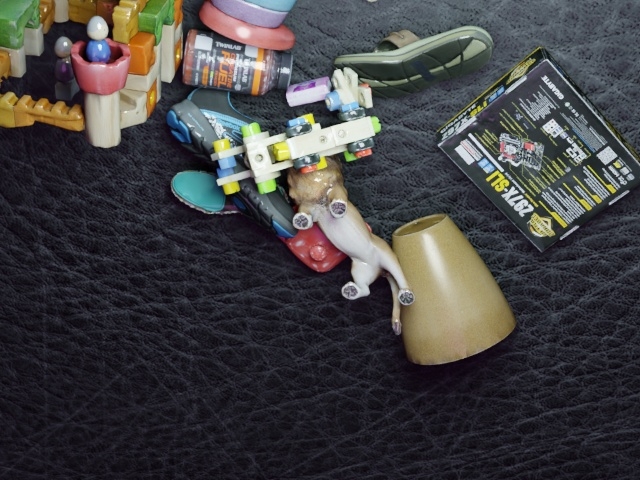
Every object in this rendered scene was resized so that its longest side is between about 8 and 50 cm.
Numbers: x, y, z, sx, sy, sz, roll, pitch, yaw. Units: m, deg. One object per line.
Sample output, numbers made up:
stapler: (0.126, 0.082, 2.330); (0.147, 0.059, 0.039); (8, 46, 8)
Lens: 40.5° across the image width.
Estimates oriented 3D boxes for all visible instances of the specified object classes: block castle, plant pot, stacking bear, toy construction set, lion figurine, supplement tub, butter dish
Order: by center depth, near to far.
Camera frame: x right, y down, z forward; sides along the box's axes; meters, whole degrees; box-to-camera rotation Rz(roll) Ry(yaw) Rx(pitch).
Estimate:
block castle: (-0.396, -0.365, 1.418); (0.303, 0.453, 0.213); (11, 129, 1)
stacking bear: (-0.090, -0.491, 1.481); (0.175, 0.164, 0.289); (25, 113, 6)
toy construction set: (-0.024, -0.180, 1.527); (0.327, 0.215, 0.151); (-33, 101, -16)
supplement tub: (-0.153, -0.326, 1.605); (0.198, 0.106, 0.106); (7, 121, -6)
lion figurine: (0.054, -0.021, 1.668); (0.142, 0.240, 0.392); (-26, 107, 11)
plant pot: (0.244, 0.083, 1.758); (0.237, 0.237, 0.254); (-18, 101, 16)
butter dish: (0.000, 0.000, 1.777); (0.160, 0.118, 0.160); (40, 116, -17)

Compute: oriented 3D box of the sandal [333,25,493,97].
sandal: (0.169, -0.335, 1.577); (0.303, 0.086, 0.120); (-8, 150, 27)

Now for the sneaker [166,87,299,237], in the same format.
sneaker: (-0.136, -0.154, 1.665); (0.139, 0.125, 0.341); (-44, 103, -21)

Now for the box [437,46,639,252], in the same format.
box: (0.423, -0.166, 1.657); (0.322, 0.079, 0.257); (42, 118, -17)

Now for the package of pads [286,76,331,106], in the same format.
package of pads: (-0.022, -0.283, 1.653); (0.083, 0.050, 0.032); (-11, 119, 12)

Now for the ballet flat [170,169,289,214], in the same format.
ballet flat: (-0.184, -0.087, 1.772); (0.241, 0.077, 0.091); (11, 80, 1)
